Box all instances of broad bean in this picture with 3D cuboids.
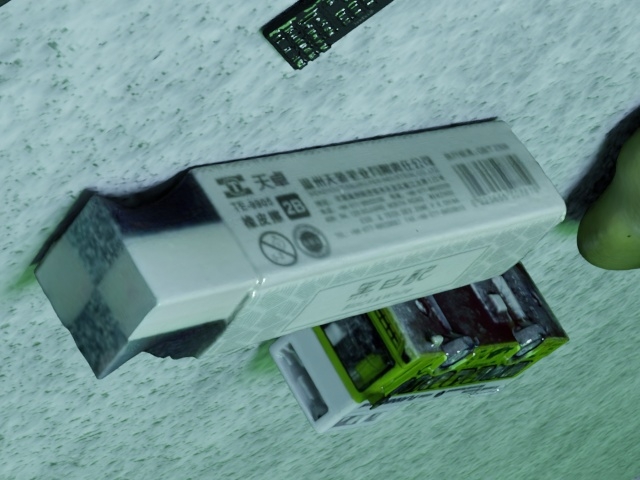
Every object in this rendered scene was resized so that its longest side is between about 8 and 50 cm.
[{"bbox_3d":[0.314,-0.050,1.712,0.189,0.121,0.263,-32,176,-16],"label":"broad bean"}]

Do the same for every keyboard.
[{"bbox_3d":[0.058,-0.170,1.160,0.204,0.013,0.061,-35,159,5],"label":"keyboard"}]

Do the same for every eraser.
[{"bbox_3d":[0.000,0.000,1.343,0.404,0.098,0.096,-12,152,-44],"label":"eraser"}]

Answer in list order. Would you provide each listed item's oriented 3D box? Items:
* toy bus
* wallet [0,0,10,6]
[{"bbox_3d":[0.095,0.085,1.678,0.139,0.113,0.301,-39,161,26],"label":"toy bus"},{"bbox_3d":[-0.162,-0.147,0.839,0.318,0.045,0.172,-32,159,3],"label":"wallet"}]
